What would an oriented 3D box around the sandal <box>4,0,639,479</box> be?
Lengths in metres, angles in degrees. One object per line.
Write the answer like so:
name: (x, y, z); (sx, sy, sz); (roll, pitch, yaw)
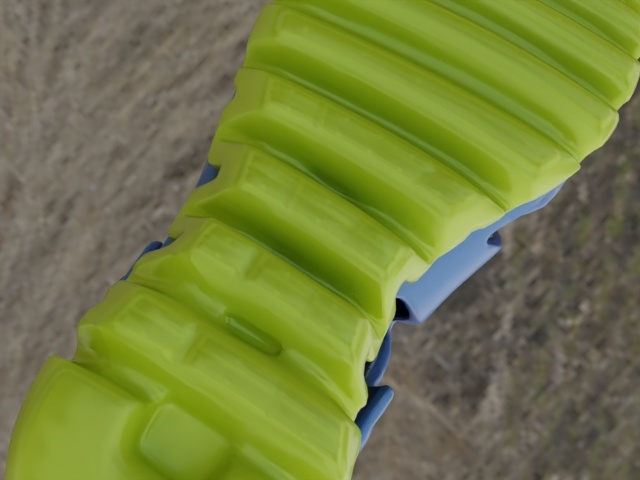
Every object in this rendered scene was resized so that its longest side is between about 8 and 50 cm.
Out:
sandal: (0.000, 0.000, 0.609); (0.317, 0.126, 0.138); (-51, 176, -21)
